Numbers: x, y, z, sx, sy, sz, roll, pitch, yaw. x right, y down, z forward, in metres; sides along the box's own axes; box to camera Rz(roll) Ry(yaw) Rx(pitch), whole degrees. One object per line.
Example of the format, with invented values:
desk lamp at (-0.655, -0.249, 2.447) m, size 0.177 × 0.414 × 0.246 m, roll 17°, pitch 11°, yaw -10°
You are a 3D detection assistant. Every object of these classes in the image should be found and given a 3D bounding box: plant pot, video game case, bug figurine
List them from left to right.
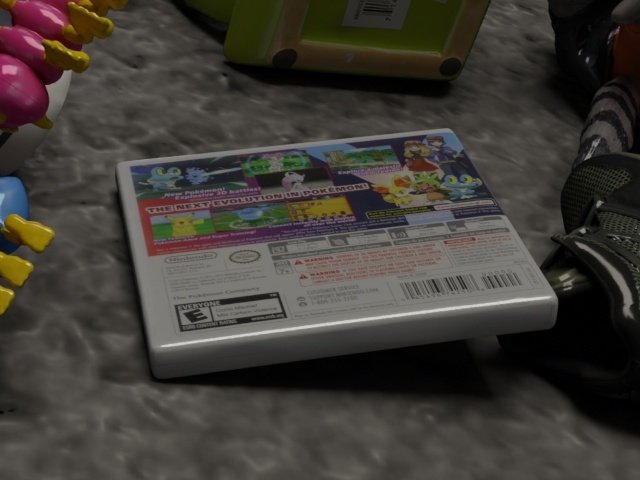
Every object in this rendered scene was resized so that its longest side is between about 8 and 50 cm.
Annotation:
bug figurine at (-0.212, -0.075, 0.651) m, size 0.279 × 0.216 × 0.072 m, roll 31°, pitch -12°, yaw 14°
video game case at (0.000, 0.000, 0.744) m, size 0.201 × 0.023 × 0.183 m, roll -7°, pitch 33°, yaw -10°
plant pot at (0.020, -0.245, 1.040) m, size 0.227 × 0.228 × 0.207 m, roll 2°, pitch 39°, yaw -26°

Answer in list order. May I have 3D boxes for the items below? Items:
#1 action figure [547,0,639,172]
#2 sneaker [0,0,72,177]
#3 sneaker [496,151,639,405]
action figure at (0.217, -0.176, 1.042) m, size 0.341 × 0.178 × 0.330 m, roll 50°, pitch 14°, yaw -18°
sneaker at (-0.235, -0.169, 0.834) m, size 0.127 × 0.126 × 0.321 m, roll 28°, pitch 20°, yaw -34°
sneaker at (0.156, 0.010, 0.788) m, size 0.130 × 0.087 × 0.227 m, roll 14°, pitch 33°, yaw -18°
